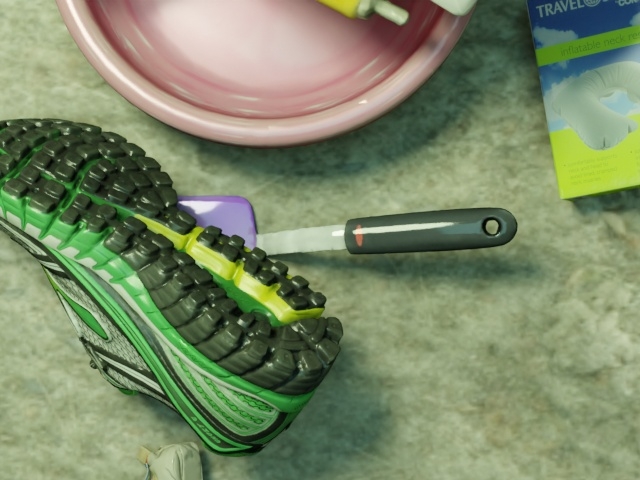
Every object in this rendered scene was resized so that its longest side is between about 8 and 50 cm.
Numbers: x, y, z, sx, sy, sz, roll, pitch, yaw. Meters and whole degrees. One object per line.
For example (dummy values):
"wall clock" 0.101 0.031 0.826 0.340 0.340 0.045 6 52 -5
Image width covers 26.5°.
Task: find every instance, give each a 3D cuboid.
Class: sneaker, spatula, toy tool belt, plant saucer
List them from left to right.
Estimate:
"sneaker" -0.154 0.032 0.988 0.343 0.134 0.146 39 124 17
"toy tool belt" -0.114 0.194 1.021 0.051 0.052 0.083 -11 81 31
"plant saucer" -0.039 -0.231 1.031 0.332 0.084 0.332 0 86 2
"spatula" 0.000 0.000 1.021 0.296 0.030 0.084 -4 86 18

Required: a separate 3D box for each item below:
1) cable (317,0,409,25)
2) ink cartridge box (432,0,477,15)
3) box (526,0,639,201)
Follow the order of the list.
"cable" -0.059 -0.239 0.955 0.287 0.072 0.140 12 81 2
"ink cartridge box" 0.090 -0.340 0.924 0.207 0.119 0.353 30 51 -4
"box" 0.221 -0.127 1.022 0.109 0.042 0.178 -11 86 23
